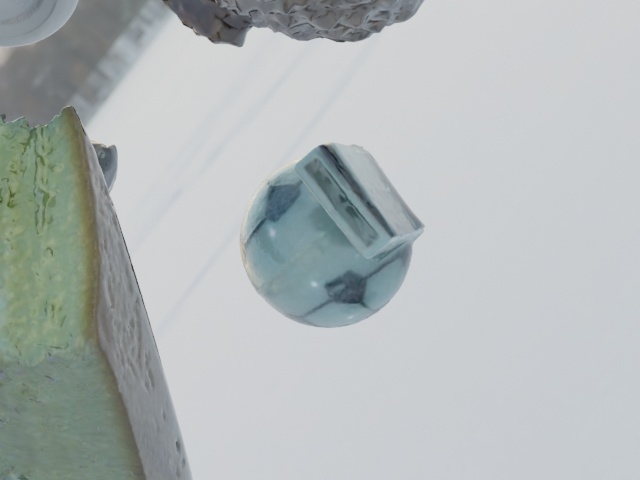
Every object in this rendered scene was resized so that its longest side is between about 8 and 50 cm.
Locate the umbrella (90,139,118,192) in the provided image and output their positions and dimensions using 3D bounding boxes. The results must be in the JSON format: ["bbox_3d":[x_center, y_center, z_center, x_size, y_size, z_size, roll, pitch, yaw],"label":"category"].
[{"bbox_3d":[-0.249,0.035,1.511,0.067,0.073,0.337,86,-162,-44],"label":"umbrella"}]

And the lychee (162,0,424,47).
[{"bbox_3d":[-0.031,-0.258,1.144,0.300,0.300,0.300,-50,8,10],"label":"lychee"}]

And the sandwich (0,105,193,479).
[{"bbox_3d":[-0.121,0.072,0.848,0.094,0.258,0.096,-6,28,12],"label":"sandwich"}]

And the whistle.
[{"bbox_3d":[0.000,0.000,1.571,0.163,0.163,0.289,-51,-8,8],"label":"whistle"}]

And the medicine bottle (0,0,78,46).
[{"bbox_3d":[-0.296,-0.329,1.811,0.157,0.157,0.289,-47,26,33],"label":"medicine bottle"}]
